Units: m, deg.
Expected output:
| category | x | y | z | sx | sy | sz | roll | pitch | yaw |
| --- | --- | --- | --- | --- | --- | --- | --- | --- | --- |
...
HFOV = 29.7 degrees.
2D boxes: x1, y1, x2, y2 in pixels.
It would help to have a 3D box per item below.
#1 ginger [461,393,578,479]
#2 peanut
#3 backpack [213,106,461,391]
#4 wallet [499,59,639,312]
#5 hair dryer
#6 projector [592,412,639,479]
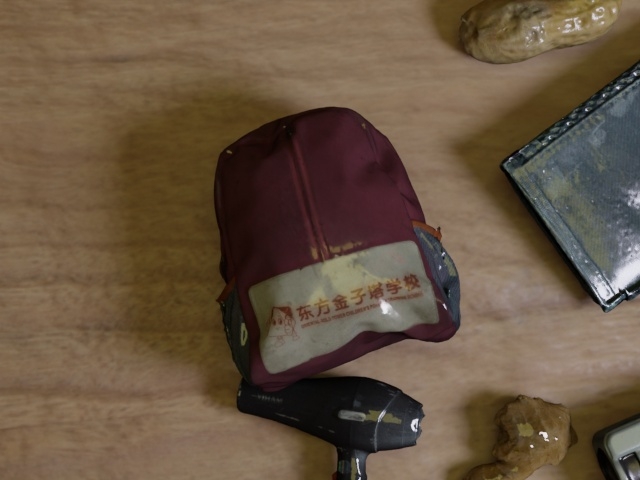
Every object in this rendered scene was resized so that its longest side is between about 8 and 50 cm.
| category | x | y | z | sx | sy | sz | roll | pitch | yaw |
| --- | --- | --- | --- | --- | --- | --- | --- | --- | --- |
| ginger | 0.234 | 0.249 | 1.467 | 0.165 | 0.067 | 0.096 | -36 | 103 | -4 |
| peanut | 0.284 | -0.280 | 1.550 | 0.214 | 0.099 | 0.100 | -11 | 80 | -6 |
| backpack | 0.000 | 0.000 | 1.455 | 0.283 | 0.197 | 0.317 | -17 | 74 | 0 |
| wallet | 0.422 | -0.097 | 1.521 | 0.342 | 0.075 | 0.237 | -36 | 87 | -7 |
| hair dryer | -0.005 | 0.295 | 1.465 | 0.235 | 0.091 | 0.272 | 7 | 84 | 12 |
| projector | 0.458 | 0.314 | 1.435 | 0.192 | 0.099 | 0.257 | -23 | 81 | -3 |
